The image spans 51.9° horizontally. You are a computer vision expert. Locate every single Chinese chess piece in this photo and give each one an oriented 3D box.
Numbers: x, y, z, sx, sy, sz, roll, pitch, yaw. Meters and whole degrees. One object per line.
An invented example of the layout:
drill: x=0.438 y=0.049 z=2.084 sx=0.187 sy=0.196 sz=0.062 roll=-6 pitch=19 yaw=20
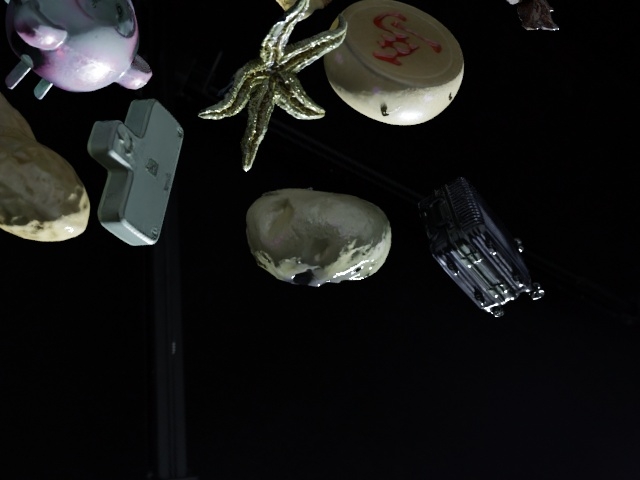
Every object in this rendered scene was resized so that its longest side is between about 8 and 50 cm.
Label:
Chinese chess piece: x=0.139 y=-0.339 z=1.239 sx=0.273 sy=0.102 sz=0.273 roll=9 pitch=-127 yaw=-13

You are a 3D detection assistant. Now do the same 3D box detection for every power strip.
power strip: x=-0.341 y=-0.142 z=1.192 sx=0.059 sy=0.194 sz=0.265 roll=-1 pitch=-115 yaw=21

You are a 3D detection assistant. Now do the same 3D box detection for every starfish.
starfish: x=-0.038 y=-0.174 z=0.737 sx=0.053 sy=0.176 sz=0.208 roll=40 pitch=-89 yaw=34

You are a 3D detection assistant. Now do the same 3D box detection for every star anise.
star anise: x=0.309 y=-0.374 z=0.981 sx=0.141 sy=0.042 sz=0.141 roll=11 pitch=-108 yaw=-37

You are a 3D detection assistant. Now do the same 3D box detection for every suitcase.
suitcase: x=0.146 y=0.005 z=0.609 sx=0.126 sy=0.059 sz=0.086 roll=43 pitch=-155 yaw=-36

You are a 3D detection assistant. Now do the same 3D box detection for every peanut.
peanut: x=-0.431 y=-0.106 z=0.887 sx=0.313 sy=0.149 sz=0.149 roll=36 pitch=-128 yaw=24

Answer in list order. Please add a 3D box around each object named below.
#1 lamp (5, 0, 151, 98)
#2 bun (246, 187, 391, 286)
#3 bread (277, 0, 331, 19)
lamp: x=-0.434 y=-0.364 z=1.063 sx=0.301 sy=0.247 sz=0.247 roll=54 pitch=-165 yaw=22
bun: x=-0.004 y=0.000 z=1.177 sx=0.272 sy=0.273 sz=0.168 roll=9 pitch=-98 yaw=-23
bread: x=-0.054 y=-0.541 z=1.110 sx=0.167 sy=0.163 sz=0.264 roll=-39 pitch=-94 yaw=-14
